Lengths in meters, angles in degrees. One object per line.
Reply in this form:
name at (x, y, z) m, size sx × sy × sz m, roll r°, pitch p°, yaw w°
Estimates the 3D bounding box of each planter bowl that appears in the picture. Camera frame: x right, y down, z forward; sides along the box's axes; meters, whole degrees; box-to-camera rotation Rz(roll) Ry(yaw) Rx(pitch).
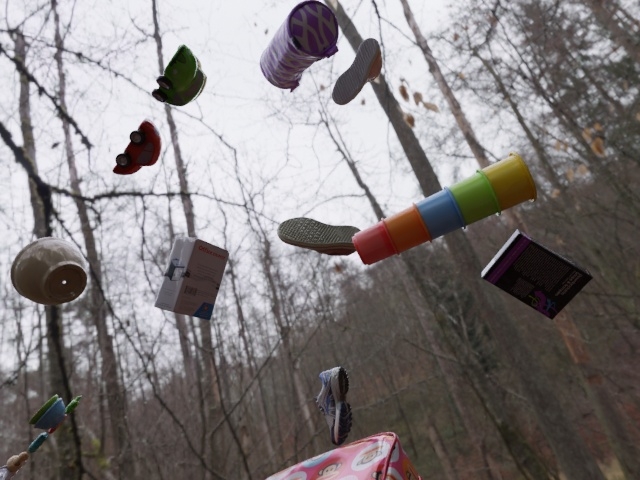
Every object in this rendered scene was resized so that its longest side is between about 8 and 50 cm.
planter bowl at (-0.616, 0.084, 1.157) m, size 0.162 × 0.109 × 0.162 m, roll -27°, pitch -53°, yaw -42°

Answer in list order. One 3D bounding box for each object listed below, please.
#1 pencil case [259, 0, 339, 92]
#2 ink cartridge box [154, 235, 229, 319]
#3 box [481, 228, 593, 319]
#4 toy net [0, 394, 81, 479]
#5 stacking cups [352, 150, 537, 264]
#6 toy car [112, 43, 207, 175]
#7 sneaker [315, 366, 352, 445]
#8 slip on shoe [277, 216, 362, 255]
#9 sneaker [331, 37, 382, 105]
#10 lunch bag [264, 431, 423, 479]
pencil case at (-0.036, -0.305, 0.793) m, size 0.088 × 0.206 × 0.086 m, roll 45°, pitch -101°, yaw -16°
ink cartridge box at (-0.330, 0.099, 1.286) m, size 0.082 × 0.191 × 0.139 m, roll 7°, pitch -13°, yaw 30°
box at (0.411, 0.067, 0.946) m, size 0.162 × 0.029 × 0.116 m, roll 32°, pitch -62°, yaw 1°
toy net at (-0.581, 0.404, 0.982) m, size 0.232 × 0.045 × 0.122 m, roll -50°, pitch 6°, yaw -6°
stacking cups at (0.207, -0.052, 0.875) m, size 0.316 × 0.096 × 0.096 m, roll -22°, pitch -30°, yaw 11°
toy car at (-0.212, -0.203, 0.716) m, size 0.053 × 0.239 × 0.225 m, roll 32°, pitch -19°, yaw -19°
sneaker at (0.022, 0.304, 0.909) m, size 0.058 × 0.136 × 0.052 m, roll -12°, pitch -23°, yaw 29°
slip on shoe at (0.000, 0.000, 1.638) m, size 0.331 × 0.123 × 0.101 m, roll 6°, pitch -40°, yaw -35°
sneaker at (0.074, -0.302, 0.925) m, size 0.134 × 0.051 × 0.070 m, roll -59°, pitch -20°, yaw 2°
lunch bag at (-0.001, 0.389, 0.704) m, size 0.293 × 0.120 × 0.258 m, roll -29°, pitch 2°, yaw 20°
